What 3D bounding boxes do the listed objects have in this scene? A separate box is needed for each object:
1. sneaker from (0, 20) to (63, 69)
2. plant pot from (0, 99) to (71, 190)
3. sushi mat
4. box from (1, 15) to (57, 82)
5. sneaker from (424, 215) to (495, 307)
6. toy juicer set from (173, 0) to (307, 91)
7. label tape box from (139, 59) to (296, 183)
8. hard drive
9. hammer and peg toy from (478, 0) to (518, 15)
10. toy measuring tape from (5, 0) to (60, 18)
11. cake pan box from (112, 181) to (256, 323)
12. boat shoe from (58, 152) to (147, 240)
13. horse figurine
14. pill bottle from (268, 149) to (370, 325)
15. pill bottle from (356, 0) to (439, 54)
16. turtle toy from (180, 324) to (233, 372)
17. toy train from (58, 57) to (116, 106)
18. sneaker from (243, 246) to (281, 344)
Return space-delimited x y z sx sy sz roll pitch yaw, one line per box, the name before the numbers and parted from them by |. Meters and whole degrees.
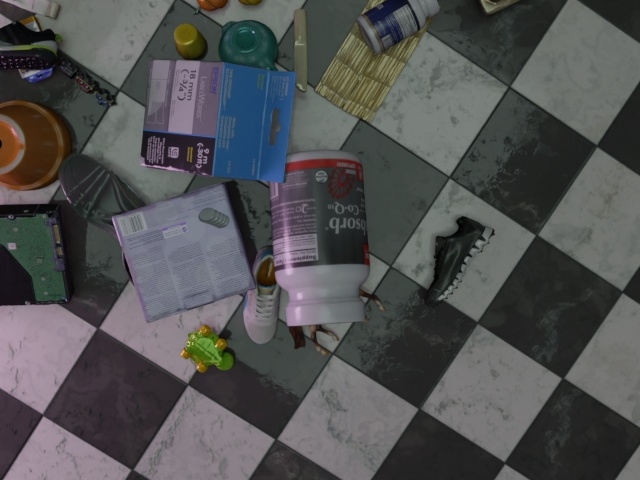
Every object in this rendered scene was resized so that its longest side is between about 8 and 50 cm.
sneaker | -0.688 -0.437 1.720 0.234 0.084 0.097 6 72 -2
plant pot | -0.674 -0.209 1.699 0.205 0.188 0.205 0 95 -1
sushi mat | 0.128 -0.438 1.779 0.151 0.019 0.317 31 94 -3
box | -0.656 -0.429 1.761 0.081 0.028 0.136 -21 98 1
sneaker | 0.296 0.042 1.802 0.106 0.078 0.234 36 90 -1
toy juicer set | -0.149 -0.467 1.744 0.329 0.089 0.209 20 82 5
label tape box | -0.228 -0.259 1.663 0.333 0.106 0.241 10 97 34
hard drive | -0.741 0.035 1.739 0.338 0.064 0.237 -2 118 -3
hammer and peg toy | 0.478 -0.681 1.708 0.361 0.127 0.266 -25 95 1
toy measuring tape | -0.746 -0.568 1.702 0.330 0.121 0.121 21 95 -3
cake pan box | -0.298 0.027 1.694 0.266 0.070 0.246 -18 93 -3
boat shoe | -0.459 -0.070 1.768 0.320 0.103 0.118 40 91 -1
horse figurine | 0.021 0.149 1.809 0.263 0.066 0.174 -37 97 2
pill bottle | 0.000 0.000 1.690 0.210 0.210 0.363 -4 83 -1
pill bottle | 0.173 -0.493 1.718 0.169 0.094 0.094 -30 95 1
turtle toy | -0.258 0.257 1.813 0.130 0.066 0.095 41 93 -5
toy train | -0.532 -0.356 1.769 0.158 0.027 0.036 39 97 -4
sneaker | -0.133 0.132 1.791 0.087 0.092 0.229 5 97 -3
